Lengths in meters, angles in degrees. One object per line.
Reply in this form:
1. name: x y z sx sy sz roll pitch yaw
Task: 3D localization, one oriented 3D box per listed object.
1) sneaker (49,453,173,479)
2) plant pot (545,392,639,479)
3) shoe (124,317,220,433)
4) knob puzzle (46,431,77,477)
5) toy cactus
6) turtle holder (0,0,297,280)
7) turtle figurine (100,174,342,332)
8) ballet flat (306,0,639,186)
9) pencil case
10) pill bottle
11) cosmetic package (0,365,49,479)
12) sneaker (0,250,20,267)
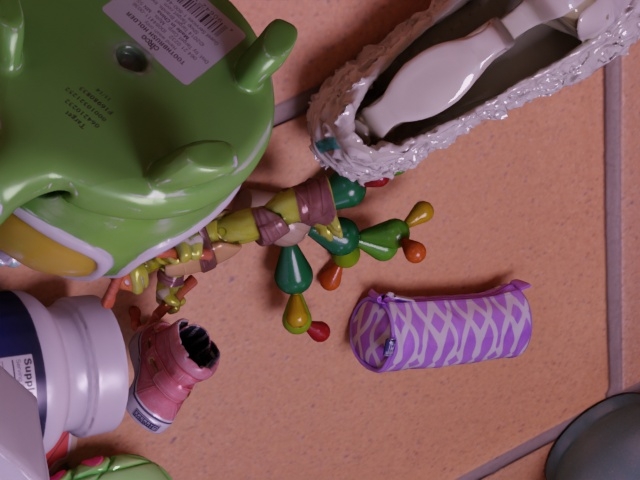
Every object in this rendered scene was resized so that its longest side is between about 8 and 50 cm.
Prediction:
1. sneaker: -0.311 0.415 1.637 0.483 0.202 0.185 -43 156 6
2. plant pot: 0.398 0.313 2.068 0.293 0.196 0.293 -19 134 -20
3. shoe: -0.130 0.103 1.534 0.063 0.178 0.081 39 106 -14
4. knob puzzle: -0.306 0.192 1.590 0.213 0.030 0.213 -19 134 -20
5. toy cactus: 0.000 0.000 1.596 0.180 0.112 0.219 18 123 -33
6. turtle holder: -0.174 -0.064 1.257 0.243 0.320 0.227 20 139 -19
7. turtle figurine: -0.098 0.002 1.475 0.217 0.087 0.269 -19 168 -10
8. ballet flat: 0.170 -0.181 1.493 0.409 0.147 0.147 -36 138 -2
9. pencil case: 0.127 0.088 1.768 0.206 0.086 0.088 -3 104 -35
10. pill bottle: -0.307 0.122 1.435 0.265 0.153 0.153 -6 129 -32
11. cosmetic package: -0.428 0.077 1.181 0.230 0.161 0.453 -42 114 4
12. sneaker: -0.244 -0.021 1.443 0.098 0.038 0.069 -25 136 -29
